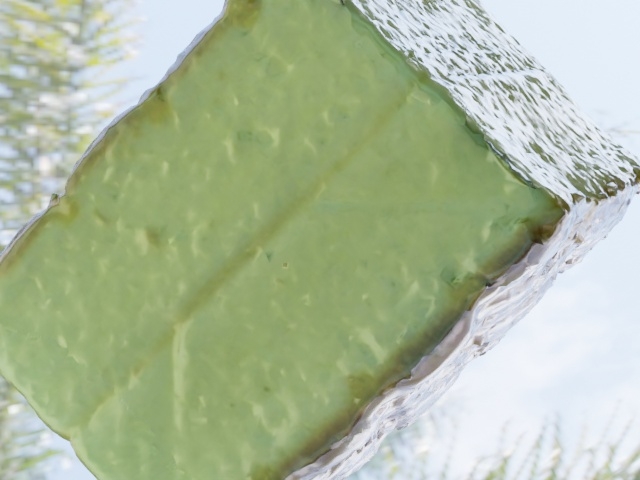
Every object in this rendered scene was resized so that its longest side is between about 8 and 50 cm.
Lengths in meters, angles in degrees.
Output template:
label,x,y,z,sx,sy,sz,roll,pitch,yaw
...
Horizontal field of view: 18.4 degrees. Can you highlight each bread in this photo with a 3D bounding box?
label,x,y,z,sx,sy,sz,roll,pitch,yaw
bread,0.000,0.000,1.061,0.207,0.279,0.279,46,-70,7
